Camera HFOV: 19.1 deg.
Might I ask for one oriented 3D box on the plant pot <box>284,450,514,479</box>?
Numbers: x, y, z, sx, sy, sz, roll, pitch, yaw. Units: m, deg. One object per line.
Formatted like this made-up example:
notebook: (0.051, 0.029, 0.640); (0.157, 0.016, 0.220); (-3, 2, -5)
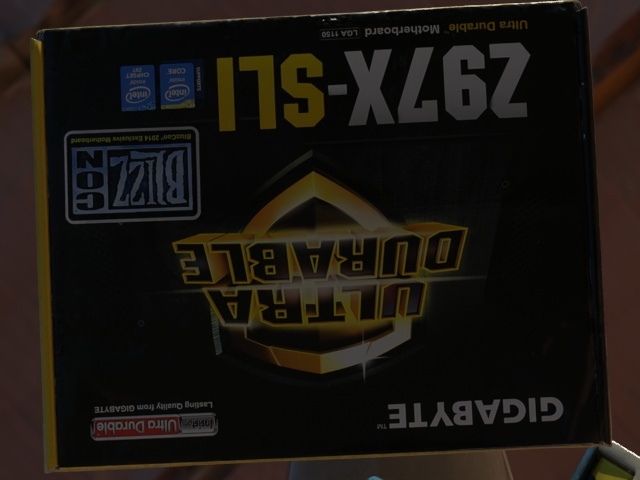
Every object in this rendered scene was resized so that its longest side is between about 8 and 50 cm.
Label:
plant pot: (0.071, 0.213, 1.653); (0.263, 0.229, 0.263); (-3, -7, 0)

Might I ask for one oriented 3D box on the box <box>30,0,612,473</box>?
box: (0.000, 0.000, 1.101); (0.322, 0.257, 0.079); (-2, -6, 3)

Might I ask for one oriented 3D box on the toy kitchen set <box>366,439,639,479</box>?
toy kitchen set: (0.145, 0.193, 1.400); (0.166, 0.122, 0.207); (-60, -39, -9)
